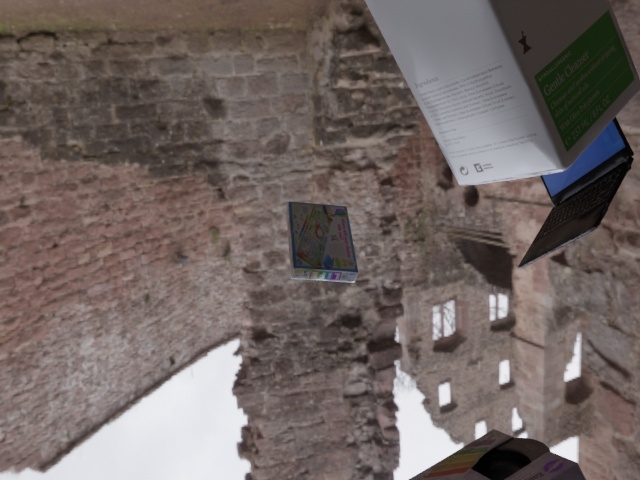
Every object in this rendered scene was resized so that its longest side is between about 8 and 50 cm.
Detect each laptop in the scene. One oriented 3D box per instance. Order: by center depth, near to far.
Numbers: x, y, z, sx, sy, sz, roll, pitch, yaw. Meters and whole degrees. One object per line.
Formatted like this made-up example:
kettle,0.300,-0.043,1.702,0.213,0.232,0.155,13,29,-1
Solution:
laptop,0.435,-0.114,1.066,0.264,0.136,0.234,-52,177,-22

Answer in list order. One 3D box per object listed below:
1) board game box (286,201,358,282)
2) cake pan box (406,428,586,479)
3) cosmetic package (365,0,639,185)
board game box,0.000,0.000,0.943,0.103,0.026,0.154,4,-136,-11
cake pan box,0.242,0.398,0.889,0.267,0.070,0.246,-24,180,-12
cosmetic package,0.173,-0.266,0.620,0.197,0.365,0.155,-42,-159,-27
